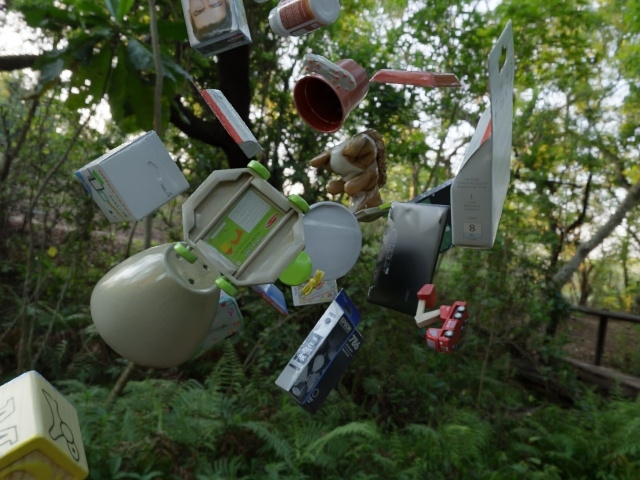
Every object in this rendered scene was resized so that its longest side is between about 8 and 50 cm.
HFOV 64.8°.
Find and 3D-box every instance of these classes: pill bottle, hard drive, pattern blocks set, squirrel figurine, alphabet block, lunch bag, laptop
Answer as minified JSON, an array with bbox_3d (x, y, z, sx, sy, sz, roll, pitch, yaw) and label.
[{"bbox_3d":[-0.056,-0.698,1.547,0.121,0.121,0.216,11,-6,-44],"label":"pill bottle"},{"bbox_3d":[0.509,-0.110,1.925,0.339,0.236,0.064,-28,18,-13],"label":"hard drive"},{"bbox_3d":[0.196,-0.106,2.022,0.325,0.026,0.286,-9,-10,-46],"label":"pattern blocks set"},{"bbox_3d":[0.205,-0.284,2.265,0.281,0.370,0.397,-14,20,43],"label":"squirrel figurine"},{"bbox_3d":[-0.643,0.439,1.078,0.194,0.192,0.197,-31,41,-14],"label":"alphabet block"},{"bbox_3d":[-0.384,0.265,1.690,0.224,0.107,0.279,-27,-30,-16],"label":"lunch bag"},{"bbox_3d":[0.332,0.070,1.858,0.237,0.381,0.408,17,-4,-38],"label":"laptop"}]

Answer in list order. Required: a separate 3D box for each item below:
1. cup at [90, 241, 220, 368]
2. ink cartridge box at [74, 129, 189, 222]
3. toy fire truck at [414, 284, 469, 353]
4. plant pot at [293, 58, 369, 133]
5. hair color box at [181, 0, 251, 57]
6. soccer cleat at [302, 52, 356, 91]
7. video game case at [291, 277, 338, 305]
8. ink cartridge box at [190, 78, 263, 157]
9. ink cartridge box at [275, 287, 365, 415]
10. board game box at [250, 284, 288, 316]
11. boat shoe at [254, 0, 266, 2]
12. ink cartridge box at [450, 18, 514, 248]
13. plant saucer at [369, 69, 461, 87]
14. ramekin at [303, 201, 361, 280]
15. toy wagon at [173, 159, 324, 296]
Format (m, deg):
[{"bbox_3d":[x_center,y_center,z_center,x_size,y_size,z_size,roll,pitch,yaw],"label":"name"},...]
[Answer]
[{"bbox_3d":[-0.402,0.140,1.358,0.331,0.330,0.237,12,-46,-48],"label":"cup"},{"bbox_3d":[-0.578,-0.188,1.546,0.197,0.198,0.270,-42,24,-30],"label":"ink cartridge box"},{"bbox_3d":[0.276,0.183,1.198,0.135,0.047,0.192,2,34,36],"label":"toy fire truck"},{"bbox_3d":[0.066,-0.659,2.245,0.273,0.265,0.272,27,-37,23],"label":"plant pot"},{"bbox_3d":[-0.381,-0.855,1.758,0.186,0.373,0.114,-14,-5,13],"label":"hair color box"},{"bbox_3d":[0.031,-0.553,1.642,0.197,0.076,0.068,22,-50,-21],"label":"soccer cleat"},{"bbox_3d":[-0.035,0.208,2.491,0.227,0.206,0.026,-10,-6,14],"label":"video game case"},{"bbox_3d":[-0.249,-0.336,1.375,0.066,0.189,0.232,-35,-7,-4],"label":"ink cartridge box"},{"bbox_3d":[0.023,0.313,1.432,0.065,0.332,0.165,16,-29,42],"label":"ink cartridge box"},{"bbox_3d":[-0.242,0.201,2.165,0.281,0.027,0.145,48,11,-34],"label":"board game box"},{"bbox_3d":[-0.125,-0.911,1.669,0.113,0.302,0.103,29,26,-36],"label":"boat shoe"},{"bbox_3d":[0.337,-0.223,1.050,0.091,0.384,0.308,4,35,26],"label":"ink cartridge box"},{"bbox_3d":[0.351,-0.592,1.839,0.259,0.047,0.259,17,23,32],"label":"plant saucer"},{"bbox_3d":[0.000,0.000,1.765,0.273,0.272,0.127,10,-2,-26],"label":"ramekin"},{"bbox_3d":[-0.142,-0.002,1.124,0.344,0.267,0.068,40,-9,3],"label":"toy wagon"}]
